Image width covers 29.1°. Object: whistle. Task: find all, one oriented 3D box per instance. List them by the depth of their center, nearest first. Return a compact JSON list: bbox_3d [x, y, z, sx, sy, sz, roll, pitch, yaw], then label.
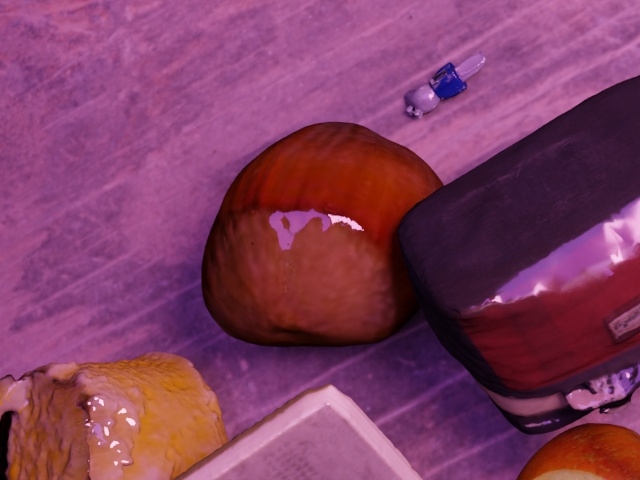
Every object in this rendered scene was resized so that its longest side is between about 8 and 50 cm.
[{"bbox_3d":[0.109,-0.139,1.081,0.083,0.029,0.033,-33,53,18],"label":"whistle"}]

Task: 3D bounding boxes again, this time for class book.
[{"bbox_3d":[-0.064,0.282,0.962,0.352,0.239,0.035,-35,27,10],"label":"book"}]

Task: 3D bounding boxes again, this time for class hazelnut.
[{"bbox_3d":[-0.005,-0.007,1.009,0.210,0.186,0.210,0,89,34],"label":"hazelnut"}]

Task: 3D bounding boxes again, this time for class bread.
[{"bbox_3d":[-0.185,0.184,1.036,0.197,0.170,0.197,-9,74,31],"label":"bread"}]

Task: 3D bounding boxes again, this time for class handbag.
[{"bbox_3d":[0.203,0.019,0.902,0.254,0.181,0.181,-33,36,4],"label":"handbag"}]

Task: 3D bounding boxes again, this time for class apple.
[{"bbox_3d":[0.209,0.221,0.889,0.147,0.163,0.146,-48,50,8],"label":"apple"}]
